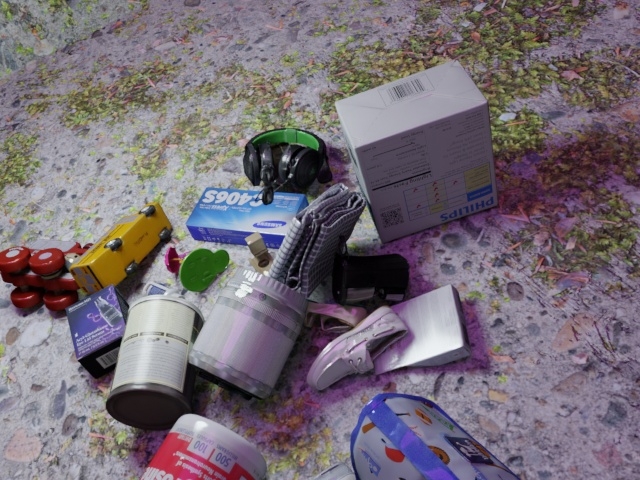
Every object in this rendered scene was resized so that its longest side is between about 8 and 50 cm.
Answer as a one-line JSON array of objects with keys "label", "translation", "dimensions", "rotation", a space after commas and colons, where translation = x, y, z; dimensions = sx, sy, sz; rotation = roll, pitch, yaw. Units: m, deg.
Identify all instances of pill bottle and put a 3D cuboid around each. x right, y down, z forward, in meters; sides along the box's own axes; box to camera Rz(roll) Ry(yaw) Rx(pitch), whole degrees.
[{"label": "pill bottle", "translation": [-0.443, 0.162, 1.973], "dimensions": [0.120, 0.067, 0.067], "rotation": [18, 57, 31]}, {"label": "pill bottle", "translation": [-0.300, 0.589, 1.432], "dimensions": [0.229, 0.229, 0.408], "rotation": [12, 55, 27]}]

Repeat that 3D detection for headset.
[{"label": "headset", "translation": [-0.123, -0.246, 2.075], "dimensions": [0.243, 0.185, 0.394], "rotation": [5, 40, 7]}]

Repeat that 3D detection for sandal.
[{"label": "sandal", "translation": [-0.002, -0.251, 2.222], "dimensions": [0.067, 0.040, 0.179], "rotation": [-19, 61, 9]}, {"label": "sandal", "translation": [-0.127, -0.246, 2.238], "dimensions": [0.090, 0.060, 0.219], "rotation": [-10, 44, -5]}]

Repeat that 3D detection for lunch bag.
[{"label": "lunch bag", "translation": [0.227, 0.473, 1.252], "dimensions": [0.239, 0.385, 0.328], "rotation": [-36, 48, -14]}]

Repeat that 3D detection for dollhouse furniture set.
[{"label": "dollhouse furniture set", "translation": [-0.188, 0.102, 1.861], "dimensions": [0.161, 0.182, 0.101], "rotation": [-32, 47, -11]}]

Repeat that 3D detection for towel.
[{"label": "towel", "translation": [0.000, 0.000, 1.795], "dimensions": [0.121, 0.235, 0.283], "rotation": [32, 31, 10]}]

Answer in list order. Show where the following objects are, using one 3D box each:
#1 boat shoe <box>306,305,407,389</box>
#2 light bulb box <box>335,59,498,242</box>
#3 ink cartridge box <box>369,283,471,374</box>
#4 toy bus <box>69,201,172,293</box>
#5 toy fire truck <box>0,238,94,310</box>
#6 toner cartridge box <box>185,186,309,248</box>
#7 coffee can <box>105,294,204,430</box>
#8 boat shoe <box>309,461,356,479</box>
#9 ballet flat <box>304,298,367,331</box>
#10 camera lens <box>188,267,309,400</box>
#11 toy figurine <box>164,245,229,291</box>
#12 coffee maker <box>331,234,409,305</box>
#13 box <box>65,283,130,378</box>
[{"label": "boat shoe", "translation": [0.091, 0.273, 1.668], "dimensions": [0.277, 0.098, 0.096], "rotation": [-39, 52, -9]}, {"label": "light bulb box", "translation": [0.267, -0.234, 1.888], "dimensions": [0.357, 0.361, 0.225], "rotation": [-18, 45, 2]}, {"label": "ink cartridge box", "translation": [0.242, 0.228, 1.712], "dimensions": [0.232, 0.066, 0.189], "rotation": [-26, 43, 24]}, {"label": "toy bus", "translation": [-0.590, 0.017, 2.086], "dimensions": [0.130, 0.108, 0.333], "rotation": [-9, 31, 32]}, {"label": "toy fire truck", "translation": [-0.816, 0.074, 2.129], "dimensions": [0.302, 0.169, 0.254], "rotation": [3, 32, 19]}, {"label": "toner cartridge box", "translation": [-0.219, -0.070, 2.101], "dimensions": [0.347, 0.075, 0.165], "rotation": [5, 53, 22]}, {"label": "coffee can", "translation": [-0.407, 0.304, 1.740], "dimensions": [0.201, 0.201, 0.275], "rotation": [-9, 47, 11]}, {"label": "boat shoe", "translation": [-0.027, 0.554, 1.484], "dimensions": [0.227, 0.079, 0.081], "rotation": [-27, 40, -15]}, {"label": "ballet flat", "translation": [-0.003, 0.192, 1.798], "dimensions": [0.248, 0.086, 0.086], "rotation": [6, 52, 22]}, {"label": "camera lens", "translation": [-0.174, 0.231, 1.681], "dimensions": [0.219, 0.219, 0.274], "rotation": [18, 74, 30]}, {"label": "toy figurine", "translation": [-0.380, 0.057, 2.031], "dimensions": [0.173, 0.130, 0.159], "rotation": [-27, 32, -36]}, {"label": "coffee maker", "translation": [0.130, 0.079, 1.749], "dimensions": [0.178, 0.171, 0.120], "rotation": [-3, 40, -18]}, {"label": "box", "translation": [-0.598, 0.249, 1.919], "dimensions": [0.153, 0.108, 0.207], "rotation": [-29, 47, -7]}]
